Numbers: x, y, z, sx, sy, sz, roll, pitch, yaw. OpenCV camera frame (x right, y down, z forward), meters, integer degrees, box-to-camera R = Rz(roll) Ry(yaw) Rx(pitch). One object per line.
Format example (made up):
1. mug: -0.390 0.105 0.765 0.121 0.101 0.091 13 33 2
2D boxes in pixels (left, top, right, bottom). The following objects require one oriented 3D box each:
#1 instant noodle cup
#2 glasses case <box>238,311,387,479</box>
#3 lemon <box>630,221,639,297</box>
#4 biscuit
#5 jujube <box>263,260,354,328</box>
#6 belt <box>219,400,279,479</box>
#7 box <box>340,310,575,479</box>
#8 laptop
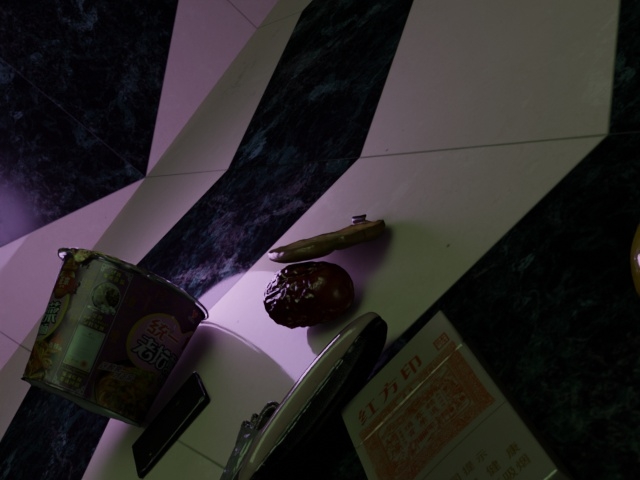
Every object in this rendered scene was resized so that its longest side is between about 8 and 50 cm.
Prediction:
1. instant noodle cup: -0.426 0.200 1.838 0.340 0.340 0.266 -7 55 56
2. glasses case: -0.008 0.234 1.311 0.314 0.075 0.122 -52 -14 -6
3. lemon: 0.389 0.018 0.888 0.178 0.178 0.203 -45 26 8
4. biscuit: 0.003 0.005 1.626 0.203 0.041 0.260 -23 6 -26
5. jujube: -0.021 0.090 1.553 0.176 0.109 0.112 -13 76 49
6. belt: -0.119 0.352 1.399 0.071 0.053 0.232 -10 45 55
7. box: 0.147 0.245 1.109 0.204 0.051 0.365 -47 24 8
8. laptop: -0.288 0.342 1.740 0.197 0.016 0.135 -49 23 -1
